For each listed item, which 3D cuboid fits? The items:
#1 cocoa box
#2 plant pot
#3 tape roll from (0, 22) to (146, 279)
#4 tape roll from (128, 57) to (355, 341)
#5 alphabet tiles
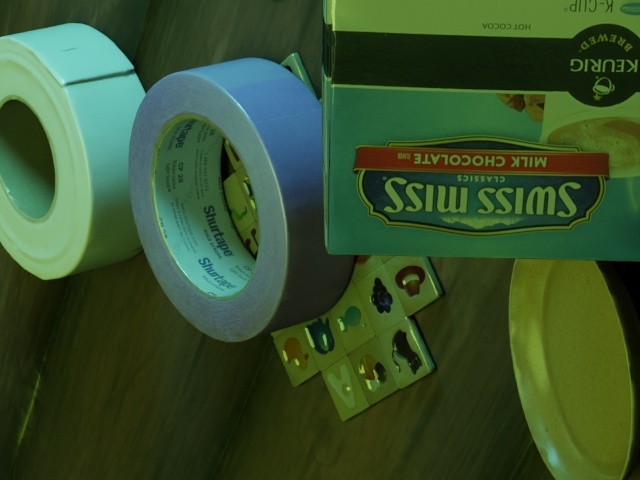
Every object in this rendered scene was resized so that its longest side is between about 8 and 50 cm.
[{"bbox_3d":[0.118,-0.155,1.425,0.347,0.231,0.228,-88,-1,-65],"label":"cocoa box"},{"bbox_3d":[0.218,0.100,1.640,0.236,0.032,0.236,171,90,-74],"label":"plant pot"},{"bbox_3d":[-0.297,-0.103,2.251,0.286,0.100,0.286,25,122,48],"label":"tape roll"},{"bbox_3d":[-0.082,-0.041,1.975,0.275,0.090,0.274,25,122,48],"label":"tape roll"},{"bbox_3d":[0.000,0.000,1.966,0.285,0.011,0.342,-37,73,52],"label":"alphabet tiles"}]
